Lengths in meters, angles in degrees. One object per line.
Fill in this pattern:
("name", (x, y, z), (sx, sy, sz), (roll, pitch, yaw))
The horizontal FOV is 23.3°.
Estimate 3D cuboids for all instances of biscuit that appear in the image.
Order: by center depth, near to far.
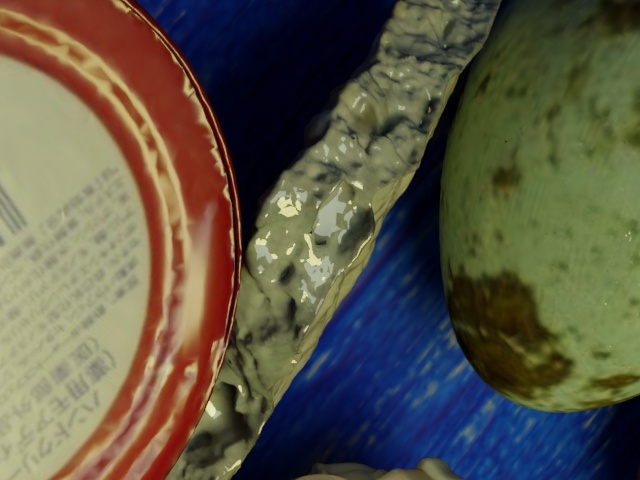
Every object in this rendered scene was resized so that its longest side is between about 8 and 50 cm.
("biscuit", (0.000, 0.000, 0.576), (0.040, 0.188, 0.265), (30, 85, 3))

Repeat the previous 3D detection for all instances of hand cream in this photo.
("hand cream", (-0.147, 0.001, 0.471), (0.230, 0.149, 0.230), (-11, 109, -33))

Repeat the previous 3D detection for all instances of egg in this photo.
("egg", (0.135, -0.032, 0.656), (0.169, 0.169, 0.231), (20, 103, -39))

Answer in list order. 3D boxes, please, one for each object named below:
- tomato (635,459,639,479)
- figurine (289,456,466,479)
("tomato", (0.276, 0.137, 0.787), (0.232, 0.232, 0.188), (-28, 92, -27))
("figurine", (-0.022, 0.161, 0.643), (0.237, 0.141, 0.162), (-23, 147, -31))
